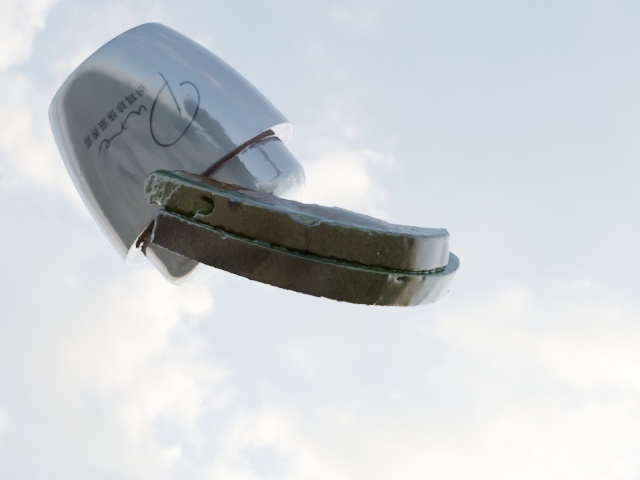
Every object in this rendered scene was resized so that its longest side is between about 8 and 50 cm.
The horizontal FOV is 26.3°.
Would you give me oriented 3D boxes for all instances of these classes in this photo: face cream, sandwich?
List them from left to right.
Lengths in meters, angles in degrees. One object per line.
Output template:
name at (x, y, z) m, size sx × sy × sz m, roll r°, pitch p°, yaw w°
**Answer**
face cream at (-0.061, -0.036, 0.578) m, size 0.095 × 0.091 × 0.091 m, roll 50°, pitch -50°, yaw 7°
sandwich at (0.002, 0.001, 0.521) m, size 0.135 × 0.067 × 0.029 m, roll 9°, pitch -77°, yaw -29°
